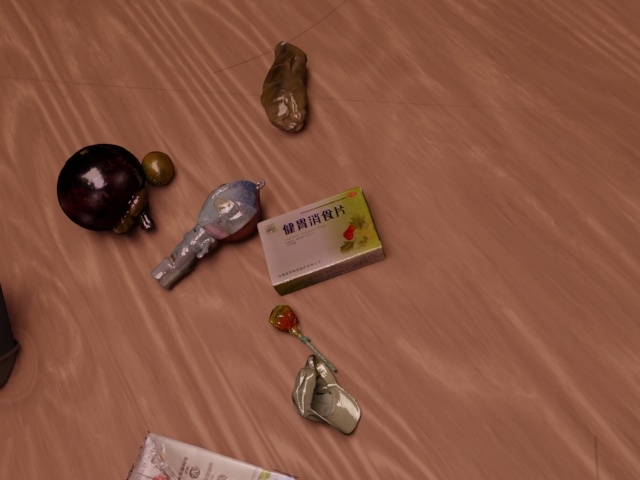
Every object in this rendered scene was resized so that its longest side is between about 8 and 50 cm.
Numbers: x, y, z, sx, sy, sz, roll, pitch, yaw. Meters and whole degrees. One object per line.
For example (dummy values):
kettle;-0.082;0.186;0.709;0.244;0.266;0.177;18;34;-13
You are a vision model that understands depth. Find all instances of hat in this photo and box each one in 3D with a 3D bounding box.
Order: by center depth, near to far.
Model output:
hat;0.008;0.324;1.432;0.166;0.081;0.122;37;38;14

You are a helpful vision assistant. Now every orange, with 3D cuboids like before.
orange;-0.423;-0.185;1.833;0.085;0.085;0.095;-20;55;4

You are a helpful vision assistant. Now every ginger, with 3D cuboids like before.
ginger;-0.092;-0.397;1.847;0.116;0.109;0.263;-22;52;35

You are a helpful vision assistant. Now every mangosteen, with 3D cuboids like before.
mangosteen;-0.518;-0.114;1.756;0.265;0.228;0.228;36;73;0

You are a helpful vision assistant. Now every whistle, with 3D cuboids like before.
whistle;-0.257;-0.022;1.677;0.346;0.134;0.142;-45;62;-1

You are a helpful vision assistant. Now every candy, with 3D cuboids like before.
candy;-0.036;0.212;1.518;0.060;0.060;0.201;-43;66;-11

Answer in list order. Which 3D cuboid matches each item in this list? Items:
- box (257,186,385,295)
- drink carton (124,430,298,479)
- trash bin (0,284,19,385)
box;0.000;0.001;1.616;0.260;0.062;0.175;-20;58;5
drink carton;-0.207;0.509;1.341;0.324;0.132;0.194;11;64;19
trash bin;-0.831;0.197;1.637;0.209;0.291;0.182;3;17;19
